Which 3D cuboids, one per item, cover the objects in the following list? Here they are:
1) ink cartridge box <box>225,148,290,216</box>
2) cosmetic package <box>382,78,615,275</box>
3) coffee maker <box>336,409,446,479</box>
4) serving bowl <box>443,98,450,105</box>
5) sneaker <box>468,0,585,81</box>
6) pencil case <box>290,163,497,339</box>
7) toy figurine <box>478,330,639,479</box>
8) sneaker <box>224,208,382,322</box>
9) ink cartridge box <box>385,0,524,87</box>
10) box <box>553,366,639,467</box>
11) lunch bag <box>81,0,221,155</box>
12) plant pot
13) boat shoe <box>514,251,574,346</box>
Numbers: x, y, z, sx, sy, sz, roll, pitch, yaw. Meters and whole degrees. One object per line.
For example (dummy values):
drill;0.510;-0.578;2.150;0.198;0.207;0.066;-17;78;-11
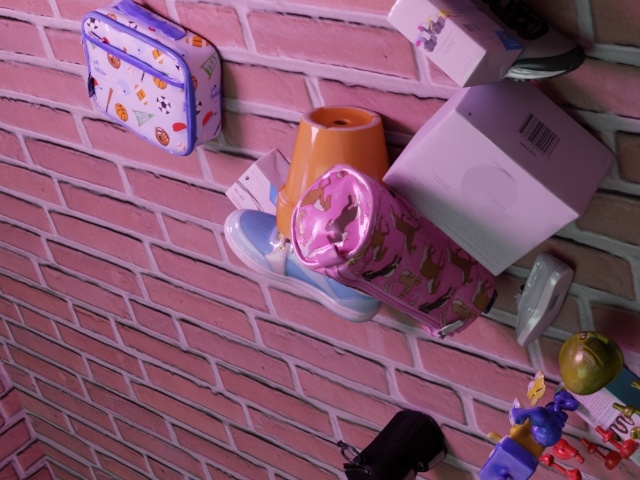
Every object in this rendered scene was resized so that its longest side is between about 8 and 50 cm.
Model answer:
ink cartridge box;-0.106;-0.082;2.304;0.104;0.060;0.180;50;147;0
cosmetic package;0.248;-0.101;1.764;0.224;0.138;0.224;40;146;-4
coffee maker;0.140;0.402;2.362;0.120;0.178;0.171;17;136;38
serving bowl;0.221;-0.183;1.842;0.083;0.027;0.083;25;145;19
sneaker;0.232;-0.298;1.667;0.271;0.100;0.108;33;137;26
pencil case;0.115;0.024;1.886;0.386;0.160;0.167;30;-165;-48
toy figurine;0.345;0.320;1.894;0.191;0.217;0.362;43;147;13
sneaker;0.000;0.000;2.168;0.319;0.127;0.208;28;143;-7
ink cartridge box;0.160;-0.279;1.609;0.181;0.104;0.062;46;122;20
box;0.487;0.277;1.936;0.244;0.060;0.100;41;146;16
lunch bag;-0.316;-0.309;2.299;0.303;0.115;0.243;29;138;28
plant pot;0.030;-0.110;2.013;0.205;0.205;0.188;21;121;38
boat shoe;0.334;0.091;1.944;0.063;0.066;0.184;46;149;27
